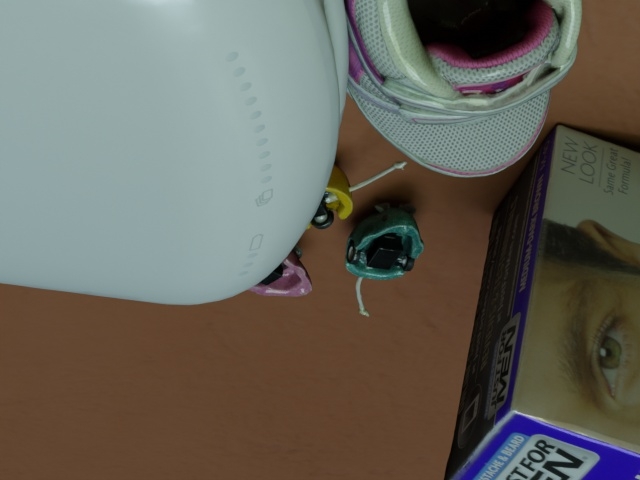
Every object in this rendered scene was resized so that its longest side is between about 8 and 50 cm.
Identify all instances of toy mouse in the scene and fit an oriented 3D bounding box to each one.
[{"bbox_3d":[0.000,0.000,0.955,0.161,0.031,0.143,-16,147,20],"label":"toy mouse"}]

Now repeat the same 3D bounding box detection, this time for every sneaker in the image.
[{"bbox_3d":[0.053,-0.089,0.708,0.103,0.111,0.252,-26,148,2],"label":"sneaker"}]

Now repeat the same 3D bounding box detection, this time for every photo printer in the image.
[{"bbox_3d":[-0.143,-0.076,0.687,0.308,0.107,0.256,8,150,3],"label":"photo printer"}]

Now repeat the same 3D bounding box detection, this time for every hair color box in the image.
[{"bbox_3d":[0.250,0.087,0.902,0.339,0.185,0.110,18,145,-6],"label":"hair color box"}]
